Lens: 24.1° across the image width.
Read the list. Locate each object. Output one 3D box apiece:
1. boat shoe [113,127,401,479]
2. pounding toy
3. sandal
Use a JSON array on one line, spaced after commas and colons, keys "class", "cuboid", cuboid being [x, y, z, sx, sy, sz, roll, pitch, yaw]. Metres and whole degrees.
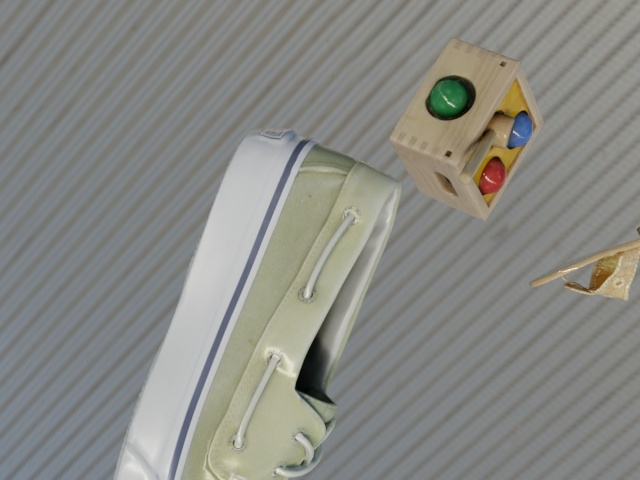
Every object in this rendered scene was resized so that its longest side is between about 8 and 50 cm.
[{"class": "boat shoe", "cuboid": [-0.039, 0.087, 0.825, 0.094, 0.109, 0.302, 16, 89, 16]}, {"class": "pounding toy", "cuboid": [0.132, -0.090, 1.295, 0.100, 0.141, 0.130, 25, 76, 28]}, {"class": "sandal", "cuboid": [0.400, 0.038, 1.988, 0.240, 0.088, 0.079, -26, 90, -9]}]
